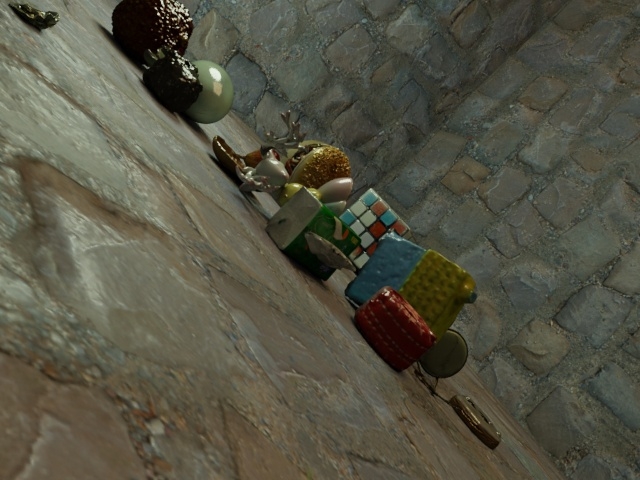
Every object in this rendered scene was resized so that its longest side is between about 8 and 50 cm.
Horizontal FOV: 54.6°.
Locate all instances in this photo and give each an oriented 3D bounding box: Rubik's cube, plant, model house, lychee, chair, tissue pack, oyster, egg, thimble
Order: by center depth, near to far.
[{"bbox_3d":[-0.548,-0.429,1.182,0.098,0.037,0.100,29,19,26],"label":"oyster"},{"bbox_3d":[0.177,0.211,1.502,0.189,0.125,0.163,49,9,23],"label":"thimble"},{"bbox_3d":[-0.001,0.001,1.526,0.156,0.148,0.209,49,6,39],"label":"tissue pack"},{"bbox_3d":[0.260,0.141,1.692,0.303,0.237,0.215,28,-10,44],"label":"model house"},{"bbox_3d":[0.336,0.325,1.740,0.160,0.170,0.325,46,-1,-12],"label":"chair"},{"bbox_3d":[-0.419,-0.463,1.753,0.203,0.131,0.142,52,18,29],"label":"plant"},{"bbox_3d":[-0.357,-0.453,1.905,0.183,0.183,0.264,43,13,-33],"label":"egg"},{"bbox_3d":[-0.528,-0.666,1.947,0.271,0.236,0.236,30,3,11],"label":"lychee"},{"bbox_3d":[0.213,-0.004,2.471,0.256,0.253,0.259,50,0,26],"label":"Rubik's cube"}]

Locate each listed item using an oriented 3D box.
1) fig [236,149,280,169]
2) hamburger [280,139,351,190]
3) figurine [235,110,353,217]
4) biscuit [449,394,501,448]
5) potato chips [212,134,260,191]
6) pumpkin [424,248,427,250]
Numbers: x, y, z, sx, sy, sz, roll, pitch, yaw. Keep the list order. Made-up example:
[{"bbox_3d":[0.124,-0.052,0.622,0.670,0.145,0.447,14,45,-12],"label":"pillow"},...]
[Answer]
[{"bbox_3d":[-0.205,-0.275,2.114,0.153,0.119,0.119,45,6,0],"label":"fig"},{"bbox_3d":[-0.023,-0.212,2.209,0.170,0.302,0.302,41,1,42],"label":"hamburger"},{"bbox_3d":[-0.068,-0.170,1.612,0.315,0.206,0.284,23,-14,-20],"label":"figurine"},{"bbox_3d":[0.448,0.510,1.775,0.181,0.049,0.208,48,5,27],"label":"biscuit"},{"bbox_3d":[-0.235,-0.204,1.739,0.201,0.049,0.150,42,11,-28],"label":"potato chips"},{"bbox_3d":[0.308,0.178,2.001,0.315,0.238,0.315,25,-39,22],"label":"pumpkin"}]
